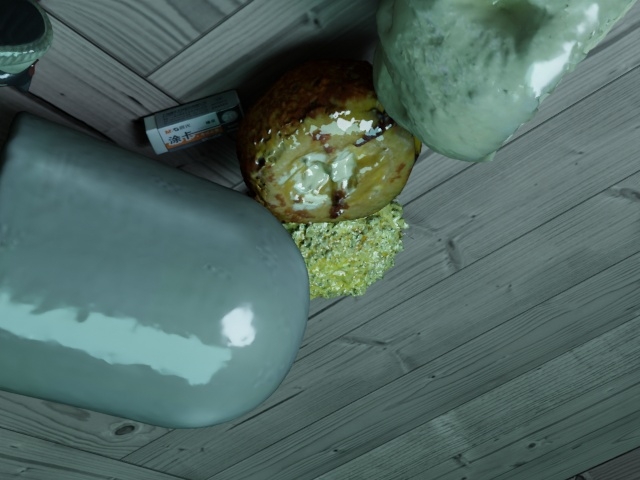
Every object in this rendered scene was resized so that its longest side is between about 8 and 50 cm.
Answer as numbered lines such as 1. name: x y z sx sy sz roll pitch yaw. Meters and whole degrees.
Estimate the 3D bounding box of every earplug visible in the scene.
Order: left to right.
1. earplug: -0.213 0.060 1.231 0.394 0.312 0.312 19 136 -16

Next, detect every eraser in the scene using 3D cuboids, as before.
1. eraser: -0.154 -0.146 1.310 0.122 0.029 0.052 -17 147 -1

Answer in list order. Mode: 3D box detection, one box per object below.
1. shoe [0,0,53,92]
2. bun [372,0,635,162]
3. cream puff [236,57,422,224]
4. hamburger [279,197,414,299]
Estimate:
1. shoe: -0.391 -0.190 1.090 0.228 0.099 0.112 -7 153 -15
2. bun: 0.189 -0.248 1.101 0.359 0.211 0.360 -48 176 -4
3. cream puff: 0.011 -0.125 1.296 0.240 0.164 0.240 -3 138 -3
4. hamburger: 0.000 0.000 1.492 0.262 0.138 0.243 -32 145 21
